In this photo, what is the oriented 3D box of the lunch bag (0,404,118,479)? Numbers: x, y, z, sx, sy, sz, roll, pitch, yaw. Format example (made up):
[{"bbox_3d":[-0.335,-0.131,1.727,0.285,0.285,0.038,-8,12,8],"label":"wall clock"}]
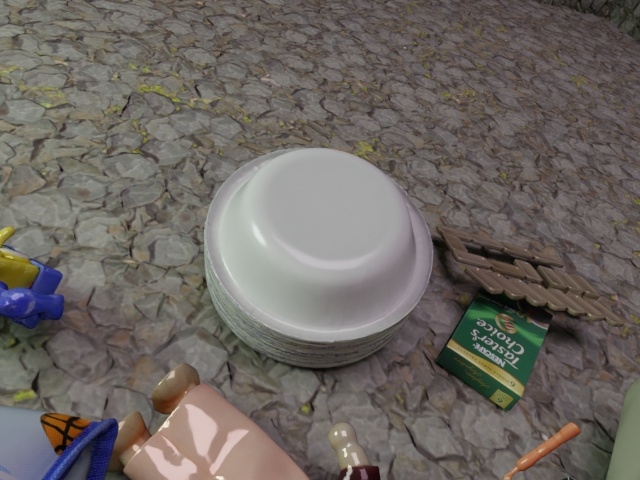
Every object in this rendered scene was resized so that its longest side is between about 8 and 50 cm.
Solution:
[{"bbox_3d":[-0.293,0.179,0.157,0.327,0.239,0.385,14,7,-3],"label":"lunch bag"}]

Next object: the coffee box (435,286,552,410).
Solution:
[{"bbox_3d":[0.248,0.135,0.730,0.113,0.040,0.184,35,44,16],"label":"coffee box"}]

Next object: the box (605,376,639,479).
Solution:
[{"bbox_3d":[0.369,0.244,0.494,0.148,0.121,0.311,34,39,17],"label":"box"}]

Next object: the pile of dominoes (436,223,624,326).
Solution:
[{"bbox_3d":[0.310,0.063,0.811,0.251,0.040,0.196,14,26,-10],"label":"pile of dominoes"}]

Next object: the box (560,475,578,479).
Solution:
[{"bbox_3d":[0.350,0.407,0.460,0.321,0.079,0.257,24,40,4],"label":"box"}]

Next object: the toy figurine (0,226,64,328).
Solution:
[{"bbox_3d":[-0.383,0.052,0.518,0.362,0.191,0.217,14,-6,28],"label":"toy figurine"}]

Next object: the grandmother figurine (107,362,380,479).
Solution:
[{"bbox_3d":[-0.026,0.255,0.460,0.342,0.104,0.208,38,72,14],"label":"grandmother figurine"}]

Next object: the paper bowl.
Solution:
[{"bbox_3d":[0.000,0.000,0.651,0.284,0.148,0.284,5,55,-8],"label":"paper bowl"}]

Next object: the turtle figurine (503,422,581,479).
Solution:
[{"bbox_3d":[0.161,0.278,0.354,0.269,0.087,0.217,-40,76,-18],"label":"turtle figurine"}]
